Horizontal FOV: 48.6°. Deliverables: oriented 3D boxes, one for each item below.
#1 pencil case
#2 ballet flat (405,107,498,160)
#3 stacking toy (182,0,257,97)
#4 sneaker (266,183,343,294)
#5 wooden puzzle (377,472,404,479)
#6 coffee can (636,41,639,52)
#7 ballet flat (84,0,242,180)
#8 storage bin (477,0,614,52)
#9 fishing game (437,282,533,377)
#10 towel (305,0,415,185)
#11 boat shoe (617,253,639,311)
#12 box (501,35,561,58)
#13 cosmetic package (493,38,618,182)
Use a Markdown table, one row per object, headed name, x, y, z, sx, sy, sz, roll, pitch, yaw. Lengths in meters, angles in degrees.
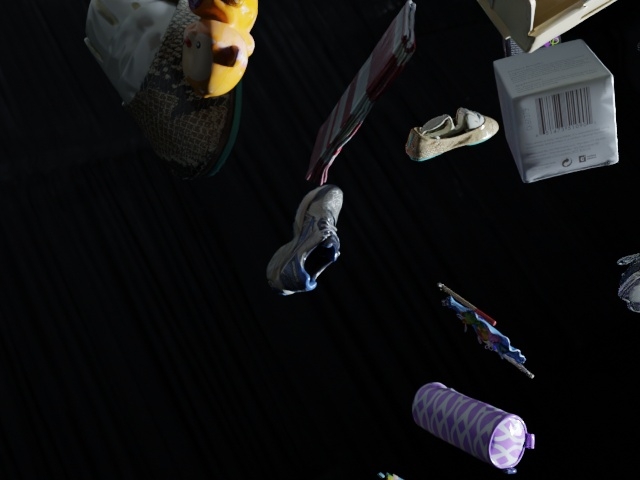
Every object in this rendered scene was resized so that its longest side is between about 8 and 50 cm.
| name | x | y | z | sx | sy | sz | roll | pitch | yaw |
| --- | --- | --- | --- | --- | --- | --- | --- | --- | --- |
| pencil case | 0.232 | 0.283 | 1.106 | 0.088 | 0.086 | 0.206 | -3 | -171 | -30 |
| ballet flat | 0.253 | -0.209 | 1.332 | 0.206 | 0.073 | 0.067 | -24 | 134 | -21 |
| stacking toy | -0.039 | -0.244 | 0.479 | 0.165 | 0.175 | 0.302 | 12 | 101 | -45 |
| sneaker | 0.000 | 0.000 | 0.735 | 0.058 | 0.135 | 0.052 | 2 | 147 | 41 |
| wooden puzzle | 0.129 | 0.395 | 1.135 | 0.006 | 0.083 | 0.049 | -61 | -179 | 10 |
| coffee can | 0.720 | -0.298 | 1.222 | 0.201 | 0.275 | 0.201 | -41 | -179 | 1 |
| ballet flat | -0.184 | -0.270 | 0.848 | 0.182 | 0.483 | 0.164 | 25 | 132 | -26 |
| storage bin | 0.295 | -0.416 | 0.882 | 0.262 | 0.260 | 0.123 | -32 | 170 | -2 |
| fishing game | 0.301 | 0.174 | 1.336 | 0.041 | 0.189 | 0.264 | -48 | 140 | -4 |
| towel | 0.080 | -0.278 | 1.336 | 0.329 | 0.037 | 0.237 | -53 | -166 | 32 |
| boat shoe | 0.538 | 0.059 | 1.156 | 0.095 | 0.079 | 0.254 | -6 | 161 | 29 |
| box | 0.412 | -0.356 | 1.375 | 0.116 | 0.162 | 0.029 | 1 | 169 | -11 |
| cosmetic package | 0.378 | -0.213 | 1.152 | 0.151 | 0.152 | 0.184 | -11 | -149 | 12 |
